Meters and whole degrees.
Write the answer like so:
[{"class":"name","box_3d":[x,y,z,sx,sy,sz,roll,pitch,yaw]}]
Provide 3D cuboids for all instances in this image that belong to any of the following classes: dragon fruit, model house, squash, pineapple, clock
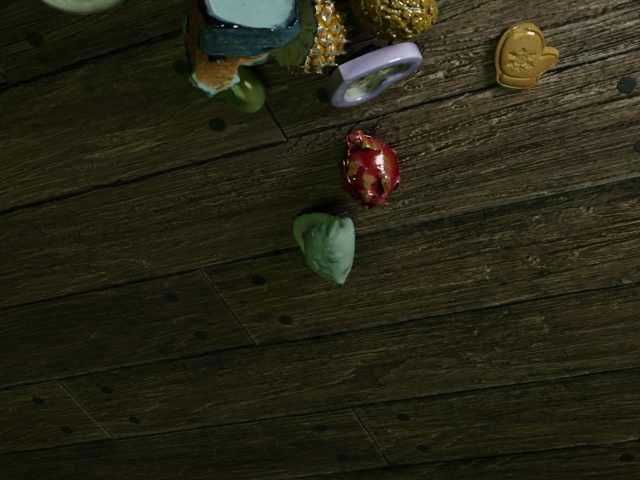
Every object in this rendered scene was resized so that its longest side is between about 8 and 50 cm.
[{"class":"dragon fruit","box_3d":[0.102,-0.149,2.026,0.133,0.136,0.165,-22,104,-8]},{"class":"model house","box_3d":[-0.161,-0.365,1.766,0.185,0.253,0.291,1,144,-20]},{"class":"squash","box_3d":[-0.188,-0.347,1.916,0.083,0.083,0.250,-17,126,27]},{"class":"pineapple","box_3d":[0.002,-0.382,1.808,0.137,0.161,0.176,-2,164,-37]},{"class":"clock","box_3d":[0.083,-0.319,1.851,0.198,0.064,0.172,-31,166,36]}]

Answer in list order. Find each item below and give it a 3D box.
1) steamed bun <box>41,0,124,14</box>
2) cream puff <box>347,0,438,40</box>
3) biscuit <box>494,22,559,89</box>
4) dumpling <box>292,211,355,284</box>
[{"class":"steamed bun","box_3d":[-0.420,-0.518,1.738,0.232,0.145,0.231,-3,132,-4]},{"class":"cream puff","box_3d":[0.123,-0.411,1.732,0.165,0.115,0.150,17,165,23]},{"class":"biscuit","box_3d":[0.382,-0.339,1.838,0.118,0.023,0.140,0,134,13]},{"class":"dumpling","box_3d":[0.003,0.009,2.216,0.149,0.104,0.216,9,137,3]}]
